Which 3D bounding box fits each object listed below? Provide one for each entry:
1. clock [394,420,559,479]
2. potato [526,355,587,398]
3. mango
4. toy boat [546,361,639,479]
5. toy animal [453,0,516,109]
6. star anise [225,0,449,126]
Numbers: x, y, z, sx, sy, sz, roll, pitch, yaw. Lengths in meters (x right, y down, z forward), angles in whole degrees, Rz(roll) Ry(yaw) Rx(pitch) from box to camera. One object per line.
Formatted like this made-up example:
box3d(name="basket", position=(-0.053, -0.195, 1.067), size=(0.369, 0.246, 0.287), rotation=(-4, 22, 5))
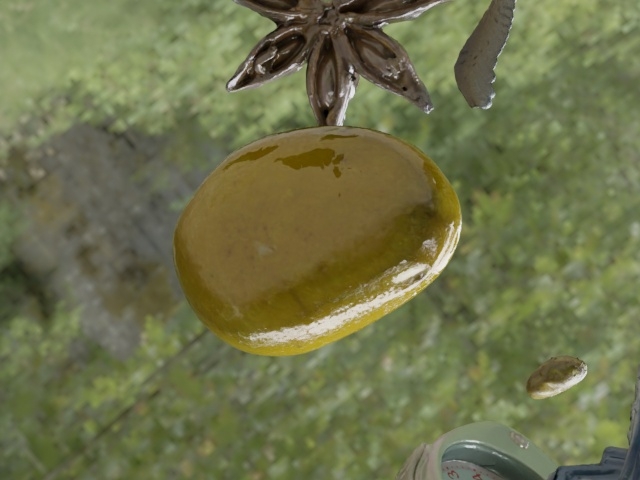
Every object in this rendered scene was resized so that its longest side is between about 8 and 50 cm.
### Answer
box3d(name="clock", position=(0.202, 0.345, 1.965), size=(0.324, 0.265, 0.108), rotation=(-2, 135, -52))
box3d(name="potato", position=(0.300, 0.173, 2.134), size=(0.092, 0.046, 0.045), rotation=(-33, 178, 38))
box3d(name="mango", position=(0.000, 0.000, 0.992), size=(0.195, 0.137, 0.098), rotation=(-4, 168, 34))
box3d(name="toy boat", position=(0.291, 0.231, 1.586), size=(0.142, 0.129, 0.309), rotation=(12, -133, 16))
box3d(name="toy animal", position=(0.229, -0.306, 1.854), size=(0.272, 0.160, 0.197), rotation=(-27, -133, -16))
box3d(name="star anise", position=(0.017, -0.165, 1.347), size=(0.208, 0.172, 0.063), rotation=(-20, 177, 13))
